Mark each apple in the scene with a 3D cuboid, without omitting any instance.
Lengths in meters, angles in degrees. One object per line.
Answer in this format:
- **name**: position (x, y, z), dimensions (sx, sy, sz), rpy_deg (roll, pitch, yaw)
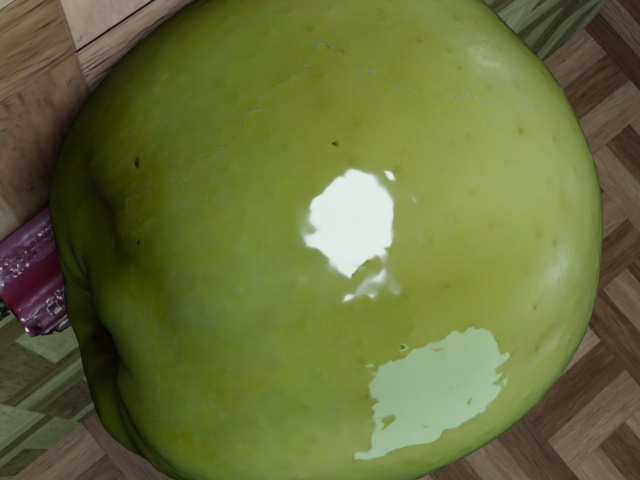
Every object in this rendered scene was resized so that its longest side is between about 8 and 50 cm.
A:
- **apple**: position (0.000, 0.000, 0.786), dimensions (0.473, 0.473, 0.473), rpy_deg (-39, 174, -5)

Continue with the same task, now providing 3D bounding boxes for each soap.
- **soap**: position (-0.222, -0.007, 0.990), dimensions (0.250, 0.099, 0.162), rpy_deg (-38, 174, -6)

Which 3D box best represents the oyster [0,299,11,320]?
- **oyster**: position (-0.371, 0.077, 1.080), dimensions (0.083, 0.019, 0.054), rpy_deg (-42, 173, 18)
